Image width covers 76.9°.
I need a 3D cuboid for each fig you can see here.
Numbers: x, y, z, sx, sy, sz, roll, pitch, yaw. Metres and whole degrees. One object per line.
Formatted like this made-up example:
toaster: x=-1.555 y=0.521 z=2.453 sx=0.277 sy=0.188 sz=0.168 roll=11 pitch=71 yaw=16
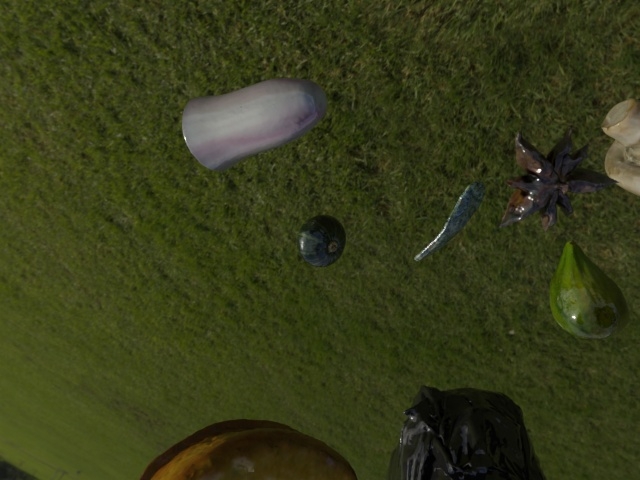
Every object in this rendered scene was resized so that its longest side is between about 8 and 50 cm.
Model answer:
fig: x=0.650 y=0.138 z=1.014 sx=0.167 sy=0.233 sz=0.167 roll=-14 pitch=145 yaw=-10

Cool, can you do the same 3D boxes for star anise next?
star anise: x=0.276 y=-0.068 z=0.461 sx=0.130 sy=0.056 sz=0.124 roll=1 pitch=109 yaw=-4

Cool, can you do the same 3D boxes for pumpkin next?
pumpkin: x=0.003 y=0.000 z=1.245 sx=0.125 sy=0.167 sz=0.167 roll=43 pitch=155 yaw=44

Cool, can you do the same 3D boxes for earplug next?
earplug: x=-0.123 y=-0.261 z=0.851 sx=0.302 sy=0.172 sz=0.172 roll=-8 pitch=128 yaw=31

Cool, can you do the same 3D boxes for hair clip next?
hair clip: x=0.287 y=-0.032 z=0.893 sx=0.066 sy=0.036 sz=0.229 roll=9 pitch=126 yaw=-40

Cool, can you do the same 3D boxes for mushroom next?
mushroom: x=0.641 y=-0.186 z=0.755 sx=0.206 sy=0.206 sz=0.209 roll=-35 pitch=86 yaw=45

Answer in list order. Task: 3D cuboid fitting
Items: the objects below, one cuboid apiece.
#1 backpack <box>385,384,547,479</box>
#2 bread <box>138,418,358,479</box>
backpack: x=0.193 y=0.450 z=0.568 sx=0.255 sy=0.445 sz=0.362 roll=9 pitch=117 yaw=0
bread: x=-0.070 y=0.332 z=0.385 sx=0.312 sy=0.312 sz=0.172 roll=33 pitch=142 yaw=-6
